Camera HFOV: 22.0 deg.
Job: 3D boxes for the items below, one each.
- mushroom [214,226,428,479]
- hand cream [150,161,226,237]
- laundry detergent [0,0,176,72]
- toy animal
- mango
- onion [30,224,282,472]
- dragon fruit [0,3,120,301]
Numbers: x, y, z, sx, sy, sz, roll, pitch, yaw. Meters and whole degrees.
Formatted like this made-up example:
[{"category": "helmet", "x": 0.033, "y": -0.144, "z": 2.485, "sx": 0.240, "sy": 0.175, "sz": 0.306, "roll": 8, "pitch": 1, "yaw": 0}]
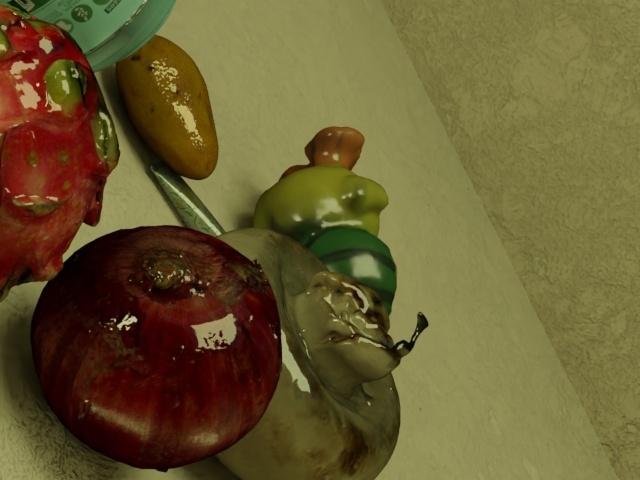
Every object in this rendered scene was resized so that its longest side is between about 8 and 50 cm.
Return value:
[{"category": "mushroom", "x": -0.019, "y": 0.137, "z": 2.030, "sx": 0.362, "sy": 0.295, "sz": 0.362, "roll": 48, "pitch": 24, "yaw": -29}, {"category": "hand cream", "x": -0.168, "y": -0.031, "z": 2.284, "sx": 0.194, "sy": 0.042, "sz": 0.067, "roll": 55, "pitch": 21, "yaw": -2}, {"category": "laundry detergent", "x": -0.330, "y": -0.369, "z": 1.998, "sx": 0.305, "sy": 0.287, "sz": 0.287, "roll": 42, "pitch": 27, "yaw": -41}, {"category": "toy animal", "x": -0.002, "y": 0.001, "z": 2.437, "sx": 0.191, "sy": 0.216, "sz": 0.338, "roll": 11, "pitch": 50, "yaw": -30}, {"category": "mango", "x": -0.207, "y": -0.186, "z": 2.299, "sx": 0.227, "sy": 0.109, "sz": 0.147, "roll": 62, "pitch": 17, "yaw": 10}, {"category": "onion", "x": -0.171, "y": 0.105, "z": 1.752, "sx": 0.276, "sy": 0.276, "sz": 0.276, "roll": 49, "pitch": 22, "yaw": -28}, {"category": "dragon fruit", "x": -0.324, "y": -0.081, "z": 1.600, "sx": 0.231, "sy": 0.237, "sz": 0.302, "roll": -25, "pitch": 126, "yaw": -43}]
